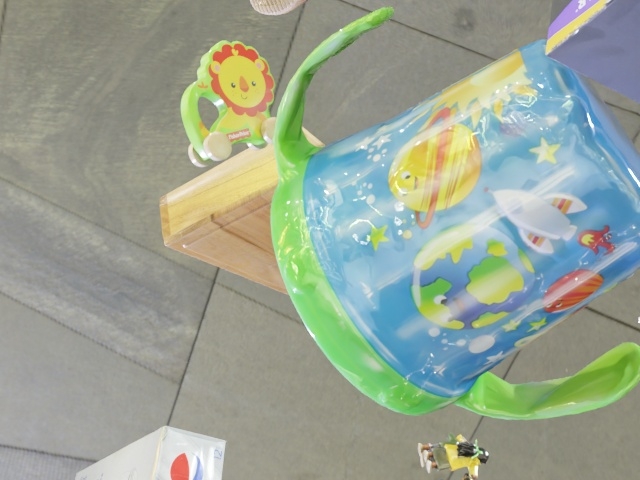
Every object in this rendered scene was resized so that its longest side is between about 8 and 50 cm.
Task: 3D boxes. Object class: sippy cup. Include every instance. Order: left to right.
[{"bbox_3d":[0.119,-0.018,0.477,0.224,0.240,0.305,-35,133,29],"label":"sippy cup"}]

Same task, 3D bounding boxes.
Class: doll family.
[{"bbox_3d":[0.228,0.375,0.999,0.111,0.193,0.076,-4,131,-4],"label":"doll family"}]

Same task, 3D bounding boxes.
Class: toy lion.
[{"bbox_3d":[-0.077,-0.121,0.541,0.034,0.100,0.096,-11,101,48],"label":"toy lion"}]

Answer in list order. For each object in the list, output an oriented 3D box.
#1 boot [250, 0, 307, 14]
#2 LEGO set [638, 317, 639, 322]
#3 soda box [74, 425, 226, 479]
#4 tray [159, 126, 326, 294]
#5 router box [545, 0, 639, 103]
[{"bbox_3d":[0.002,-0.517,1.248,0.248,0.206,0.090,-7,108,42],"label":"boot"},{"bbox_3d":[0.649,0.071,1.113,0.093,0.087,0.227,47,131,17],"label":"LEGO set"},{"bbox_3d":[-0.240,0.334,0.833,0.091,0.098,0.286,26,138,-30],"label":"soda box"},{"bbox_3d":[0.000,0.000,0.872,0.202,0.411,0.076,-25,63,23],"label":"tray"},{"bbox_3d":[0.289,-0.157,0.366,0.308,0.243,0.081,21,156,-14],"label":"router box"}]
